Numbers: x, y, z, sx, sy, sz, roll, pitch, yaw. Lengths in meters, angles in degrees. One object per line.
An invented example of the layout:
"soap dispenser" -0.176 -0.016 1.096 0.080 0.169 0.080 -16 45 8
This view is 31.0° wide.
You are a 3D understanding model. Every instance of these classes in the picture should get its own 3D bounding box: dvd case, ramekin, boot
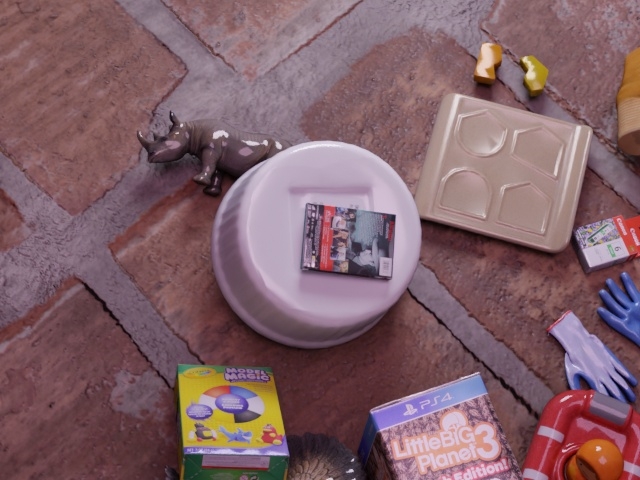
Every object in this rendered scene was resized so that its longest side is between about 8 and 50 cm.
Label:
"dvd case" 0.036 0.001 1.467 0.119 0.013 0.087 6 78 -12
"ramekin" 0.000 0.000 1.536 0.277 0.135 0.277 3 78 -13
"boot" 0.559 -0.235 1.635 0.295 0.104 0.211 -10 46 35

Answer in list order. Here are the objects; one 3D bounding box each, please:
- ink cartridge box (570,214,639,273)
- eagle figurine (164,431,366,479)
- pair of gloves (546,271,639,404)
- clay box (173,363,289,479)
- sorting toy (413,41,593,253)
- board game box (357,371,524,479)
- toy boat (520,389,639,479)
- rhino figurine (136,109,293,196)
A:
"ink cartridge box" 0.421 0.000 1.647 0.115 0.029 0.062 -16 69 -8
"eagle figurine" -0.046 0.378 1.393 0.225 0.226 0.298 -19 74 12
"pair of gloves" 0.411 0.142 1.593 0.198 0.023 0.159 -33 72 -15
"clay box" -0.117 0.220 1.449 0.127 0.053 0.222 3 27 -12
"sorting toy" 0.277 -0.140 1.698 0.229 0.041 0.307 14 68 8
"board game box" 0.165 0.341 1.388 0.141 0.232 0.291 -17 69 -9
"toy boat" 0.339 0.293 1.458 0.151 0.151 0.231 22 68 7
"rhino figurine" -0.146 -0.121 1.649 0.243 0.073 0.106 16 74 2
